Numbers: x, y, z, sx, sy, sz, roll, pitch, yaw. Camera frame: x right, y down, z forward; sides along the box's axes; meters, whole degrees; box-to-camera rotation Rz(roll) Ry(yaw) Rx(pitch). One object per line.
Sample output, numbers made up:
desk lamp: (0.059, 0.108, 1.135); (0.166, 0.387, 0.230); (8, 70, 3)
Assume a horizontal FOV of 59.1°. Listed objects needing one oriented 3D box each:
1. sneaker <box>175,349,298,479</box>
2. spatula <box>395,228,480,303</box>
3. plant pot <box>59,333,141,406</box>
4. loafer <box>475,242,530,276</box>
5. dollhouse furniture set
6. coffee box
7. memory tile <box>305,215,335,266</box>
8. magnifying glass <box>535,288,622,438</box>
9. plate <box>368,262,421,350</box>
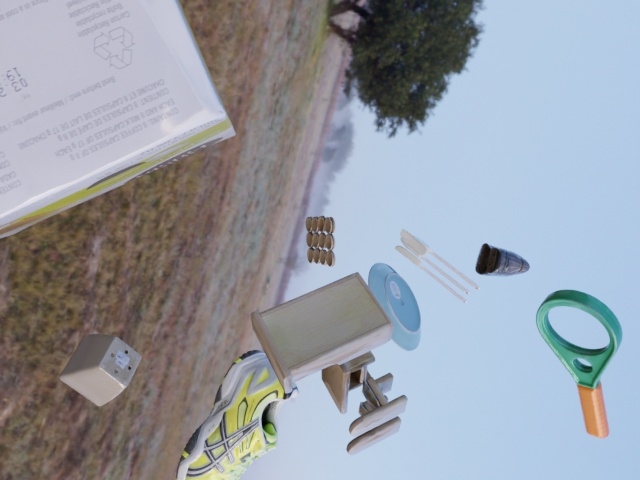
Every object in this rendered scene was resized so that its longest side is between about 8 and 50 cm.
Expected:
sneaker: (-0.182, 0.434, 1.207); (0.145, 0.147, 0.385); (18, 96, -62)
spatula: (0.295, 0.070, 1.453); (0.019, 0.242, 0.168); (-46, 167, -18)
plant pot: (-0.427, 0.251, 1.127); (0.096, 0.109, 0.109); (-20, -145, 32)
loafer: (0.329, 0.042, 1.040); (0.170, 0.061, 0.062); (-70, 174, -84)
dollhouse furniture set: (0.002, 0.181, 0.825); (0.212, 0.160, 0.242); (56, -22, 36)
coffee box: (-0.311, -0.205, 0.596); (0.334, 0.337, 0.338); (-134, -160, -80)
memory tile: (0.000, 0.000, 1.282); (0.148, 0.012, 0.113); (-174, -101, -67)
magnifying glass: (0.319, 0.154, 0.681); (0.026, 0.092, 0.231); (-44, 124, -32)
plate: (0.158, 0.127, 1.126); (0.024, 0.188, 0.188); (-27, -143, 30)
